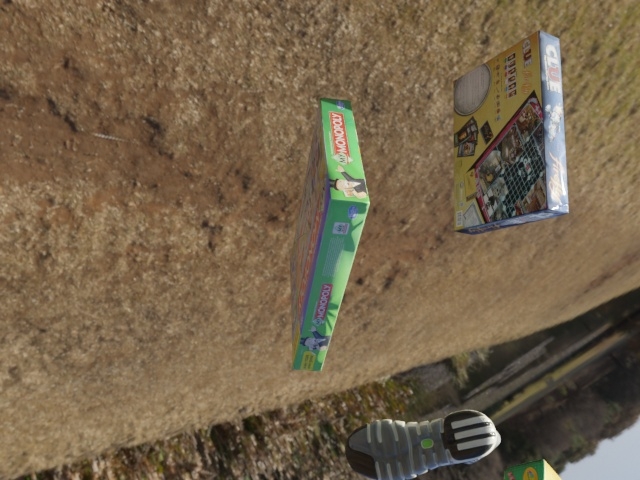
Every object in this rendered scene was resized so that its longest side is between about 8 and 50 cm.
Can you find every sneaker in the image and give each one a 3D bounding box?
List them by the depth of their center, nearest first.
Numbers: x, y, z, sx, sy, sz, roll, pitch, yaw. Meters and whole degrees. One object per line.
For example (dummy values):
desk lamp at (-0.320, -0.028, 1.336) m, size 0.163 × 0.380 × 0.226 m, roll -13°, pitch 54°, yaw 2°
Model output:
sneaker at (0.161, 0.315, 0.788) m, size 0.229 × 0.086 × 0.132 m, roll -17°, pitch 149°, yaw 25°

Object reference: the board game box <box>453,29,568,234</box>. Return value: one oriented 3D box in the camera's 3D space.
board game box at (0.258, -0.141, 0.735) m, size 0.042 × 0.243 × 0.165 m, roll 9°, pitch 168°, yaw -27°

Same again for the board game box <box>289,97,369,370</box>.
board game box at (0.000, 0.000, 0.716) m, size 0.046 × 0.213 × 0.317 m, roll 5°, pitch 133°, yaw -8°

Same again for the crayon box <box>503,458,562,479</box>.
crayon box at (0.354, 0.509, 0.806) m, size 0.081 × 0.165 × 0.278 m, roll -35°, pitch -171°, yaw 36°
